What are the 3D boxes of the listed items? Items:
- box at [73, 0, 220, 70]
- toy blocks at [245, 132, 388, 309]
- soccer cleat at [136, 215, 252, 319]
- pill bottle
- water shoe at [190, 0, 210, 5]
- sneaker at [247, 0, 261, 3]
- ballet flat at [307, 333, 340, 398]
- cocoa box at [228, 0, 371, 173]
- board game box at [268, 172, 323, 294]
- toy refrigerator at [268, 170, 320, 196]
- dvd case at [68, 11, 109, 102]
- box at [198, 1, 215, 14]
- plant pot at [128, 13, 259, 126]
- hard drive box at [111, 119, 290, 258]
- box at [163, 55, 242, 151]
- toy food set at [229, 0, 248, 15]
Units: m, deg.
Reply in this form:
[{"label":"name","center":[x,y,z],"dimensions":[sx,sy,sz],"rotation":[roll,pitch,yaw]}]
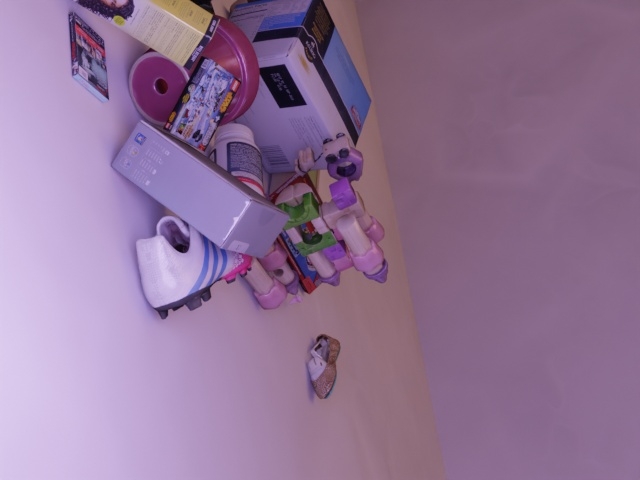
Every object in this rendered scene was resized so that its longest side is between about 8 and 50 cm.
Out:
[{"label":"box","center":[-0.282,-0.369,1.402],"dimensions":[0.232,0.087,0.058],"rotation":[28,48,-17]},{"label":"toy blocks","center":[0.000,0.000,1.888],"dimensions":[0.260,0.288,0.309],"rotation":[55,19,-40]},{"label":"soccer cleat","center":[-0.199,0.015,1.449],"dimensions":[0.331,0.116,0.143],"rotation":[-45,117,-73]},{"label":"pill bottle","center":[-0.168,-0.141,1.761],"dimensions":[0.108,0.107,0.180],"rotation":[55,23,-50]},{"label":"water shoe","center":[-0.280,-0.511,1.711],"dimensions":[0.203,0.073,0.080],"rotation":[-2,74,-48]},{"label":"sneaker","center":[-0.131,-0.652,2.461],"dimensions":[0.222,0.083,0.118],"rotation":[44,26,-30]},{"label":"ballet flat","center":[0.001,0.283,2.029],"dimensions":[0.067,0.073,0.206],"rotation":[40,21,-13]},{"label":"cocoa box","center":[-0.065,-0.355,2.036],"dimensions":[0.347,0.231,0.228],"rotation":[58,40,-43]},{"label":"board game box","center":[-0.035,-0.017,2.082],"dimensions":[0.027,0.145,0.281],"rotation":[26,-28,47]},{"label":"toy refrigerator","center":[-0.056,-0.160,2.190],"dimensions":[0.270,0.094,0.102],"rotation":[-85,155,-45]},{"label":"dvd case","center":[-0.363,-0.287,1.391],"dimensions":[0.087,0.013,0.120],"rotation":[44,31,-62]},{"label":"box","center":[-0.298,-0.543,1.862],"dimensions":[0.233,0.044,0.159],"rotation":[-32,104,-75]},{"label":"plant pot","center":[-0.233,-0.283,1.558],"dimensions":[0.180,0.201,0.201],"rotation":[-43,116,-57]},{"label":"hard drive box","center":[-0.186,-0.078,1.410],"dimensions":[0.232,0.089,0.181],"rotation":[35,4,18]},{"label":"box","center":[-0.194,-0.224,1.466],"dimensions":[0.137,0.027,0.094],"rotation":[-62,149,0]},{"label":"toy food set","center":[-0.131,-0.472,2.310],"dimensions":[0.306,0.092,0.220],"rotation":[28,46,-69]}]
